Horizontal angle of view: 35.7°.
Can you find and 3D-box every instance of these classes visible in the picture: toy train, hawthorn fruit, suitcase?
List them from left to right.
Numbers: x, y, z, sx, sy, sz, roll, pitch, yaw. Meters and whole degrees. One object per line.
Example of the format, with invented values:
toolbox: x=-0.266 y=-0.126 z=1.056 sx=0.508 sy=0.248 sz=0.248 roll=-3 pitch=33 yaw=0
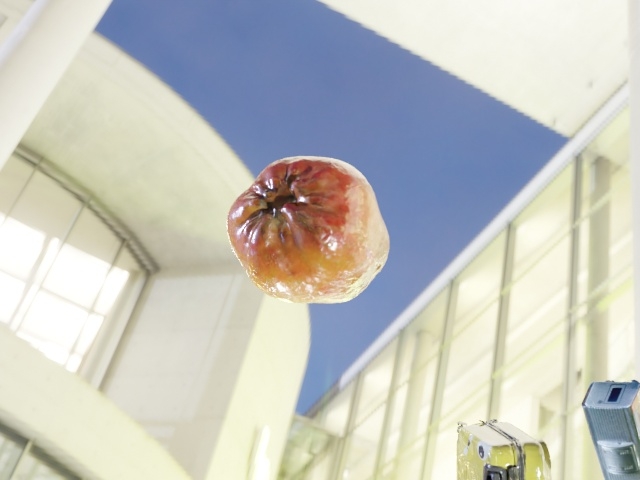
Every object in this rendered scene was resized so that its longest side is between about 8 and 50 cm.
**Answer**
hawthorn fruit: x=0.000 y=0.000 z=1.448 sx=0.224 sy=0.224 sz=0.261 roll=-15 pitch=-32 yaw=29
suitcase: x=0.351 y=0.454 z=1.903 sx=0.143 sy=0.235 sz=0.194 roll=-2 pitch=-86 yaw=-12
toy train: x=0.518 y=0.414 z=1.615 sx=0.086 sy=0.089 sz=0.410 roll=-5 pitch=-64 yaw=36
